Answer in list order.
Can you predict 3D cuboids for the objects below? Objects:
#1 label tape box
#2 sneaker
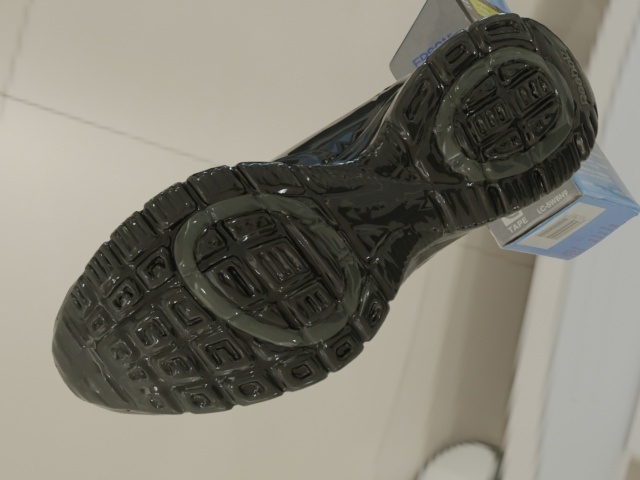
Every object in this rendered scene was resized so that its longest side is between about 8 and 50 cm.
[{"bbox_3d":[0.179,-0.147,1.792,0.333,0.106,0.241,60,19,16],"label":"label tape box"},{"bbox_3d":[0.000,0.000,0.814,0.286,0.130,0.109,-29,89,-23],"label":"sneaker"}]
